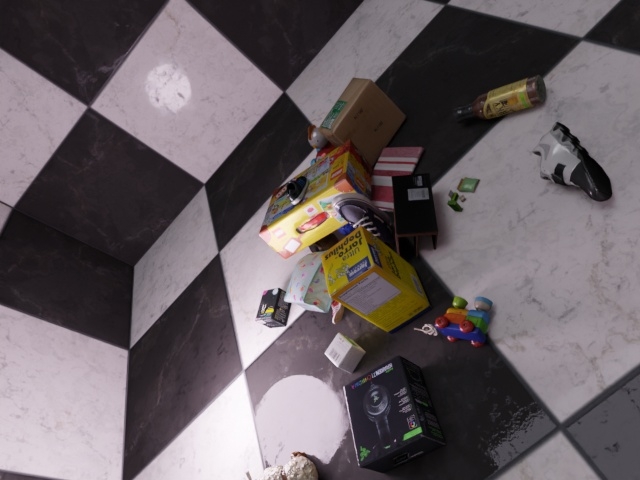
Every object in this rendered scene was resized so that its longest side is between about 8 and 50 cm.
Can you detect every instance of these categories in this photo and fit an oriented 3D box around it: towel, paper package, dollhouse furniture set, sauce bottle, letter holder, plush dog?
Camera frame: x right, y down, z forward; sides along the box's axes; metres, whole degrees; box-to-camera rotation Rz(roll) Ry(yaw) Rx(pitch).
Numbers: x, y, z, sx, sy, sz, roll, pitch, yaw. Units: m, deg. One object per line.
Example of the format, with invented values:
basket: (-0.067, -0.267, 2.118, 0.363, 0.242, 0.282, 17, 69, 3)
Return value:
towel: (0.322, -0.285, 2.051, 0.237, 0.037, 0.329, 13, 74, 50)
paper package: (0.204, -0.577, 2.183, 0.325, 0.309, 0.168, -56, 32, 0)
dollhouse furniture set: (0.538, -0.189, 1.701, 0.076, 0.058, 0.152, 14, 73, 52)
sauce bottle: (0.700, -0.545, 1.764, 0.344, 0.111, 0.112, -9, 56, 48)
letter holder: (0.368, -0.080, 1.757, 0.151, 0.215, 0.302, -4, 52, 9)
plush dog: (-0.114, 0.841, 1.533, 0.225, 0.211, 0.262, -30, 36, -5)

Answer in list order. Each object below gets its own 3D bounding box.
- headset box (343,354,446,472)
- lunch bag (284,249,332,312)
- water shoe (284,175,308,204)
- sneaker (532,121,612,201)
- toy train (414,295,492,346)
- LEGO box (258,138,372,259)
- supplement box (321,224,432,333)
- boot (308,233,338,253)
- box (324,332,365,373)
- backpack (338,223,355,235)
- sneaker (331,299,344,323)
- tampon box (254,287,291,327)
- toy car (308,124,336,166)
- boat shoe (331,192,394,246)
headset box: (0.224, 0.556, 1.399, 0.246, 0.131, 0.283, -37, 40, 24)
lunch bag: (-0.023, 0.168, 1.942, 0.223, 0.160, 0.263, -11, 55, 62)
water shoe: (-0.106, -0.244, 1.967, 0.072, 0.080, 0.203, -31, 29, 26)
sneaker: (0.787, -0.218, 1.412, 0.146, 0.122, 0.331, -51, 32, 38)
toy train: (0.430, 0.244, 1.449, 0.247, 0.105, 0.144, 1, 52, 49)
LEGO box: (-0.014, -0.190, 2.071, 0.499, 0.193, 0.373, -30, 29, 27)
supplement box: (0.198, 0.146, 1.567, 0.194, 0.356, 0.195, -38, 39, 22)
boot: (0.000, 0.000, 2.164, 0.115, 0.113, 0.305, -26, 28, -13)
box: (0.094, 0.427, 1.689, 0.102, 0.087, 0.101, -55, 36, -2)
backpack: (0.131, -0.080, 2.048, 0.120, 0.098, 0.101, -39, 39, 19)
sneaker: (0.061, 0.294, 1.872, 0.067, 0.042, 0.119, -5, 50, 42)
tampon box: (-0.220, 0.322, 2.122, 0.120, 0.101, 0.161, -16, 50, 41)
toy car: (0.001, -0.524, 2.437, 0.219, 0.238, 0.211, -5, 58, 47)
boat shoe: (0.185, -0.067, 1.787, 0.127, 0.340, 0.158, -34, 53, 32)
